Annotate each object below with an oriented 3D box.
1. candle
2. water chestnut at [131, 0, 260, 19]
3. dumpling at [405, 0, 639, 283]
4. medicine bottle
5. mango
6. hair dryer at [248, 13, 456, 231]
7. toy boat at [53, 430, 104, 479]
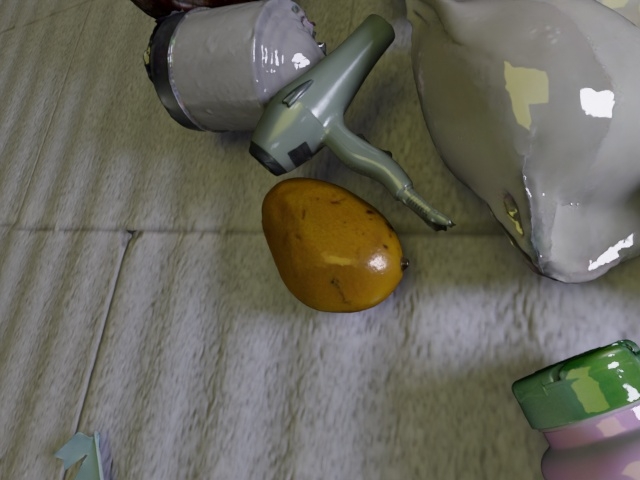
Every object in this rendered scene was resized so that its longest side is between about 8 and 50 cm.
[{"bbox_3d":[-0.082,-0.253,0.589,0.330,0.187,0.187,9,78,28],"label":"candle"},{"bbox_3d":[-0.227,-0.499,0.707,0.335,0.347,0.335,5,55,-8],"label":"water chestnut"},{"bbox_3d":[0.240,-0.155,0.412,0.260,0.181,0.341,-18,53,-3],"label":"dumpling"},{"bbox_3d":[0.261,0.218,0.293,0.133,0.133,0.274,-30,64,15],"label":"medicine bottle"},{"bbox_3d":[0.000,0.000,0.506,0.227,0.109,0.147,38,92,32],"label":"mango"},{"bbox_3d":[0.067,-0.154,0.475,0.267,0.092,0.229,22,83,19],"label":"hair dryer"},{"bbox_3d":[-0.299,0.416,0.544,0.210,0.070,0.291,-13,65,20],"label":"toy boat"}]
